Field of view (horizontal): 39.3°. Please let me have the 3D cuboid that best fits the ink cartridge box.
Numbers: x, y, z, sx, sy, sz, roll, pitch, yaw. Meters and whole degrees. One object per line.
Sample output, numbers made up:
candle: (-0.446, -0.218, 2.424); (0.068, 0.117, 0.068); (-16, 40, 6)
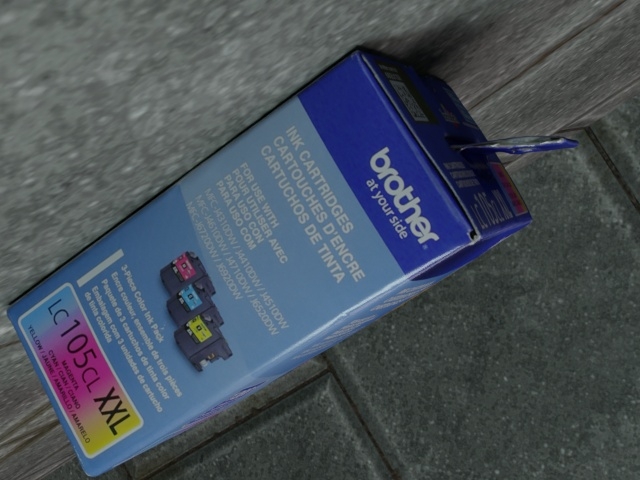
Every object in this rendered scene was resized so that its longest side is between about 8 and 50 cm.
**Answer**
ink cartridge box: (0.000, 0.000, 0.696); (0.395, 0.151, 0.270); (-35, 172, 20)
